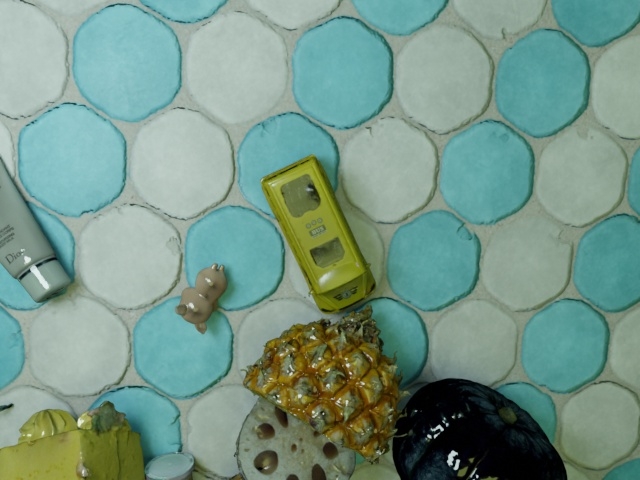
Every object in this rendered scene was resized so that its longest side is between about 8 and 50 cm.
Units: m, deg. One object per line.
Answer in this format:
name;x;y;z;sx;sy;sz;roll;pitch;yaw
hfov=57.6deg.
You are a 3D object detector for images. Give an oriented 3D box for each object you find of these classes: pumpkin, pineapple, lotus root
pumpkin;0.320;0.453;1.200;0.363;0.363;0.266;34;101;-10
pineapple;0.047;0.238;1.136;0.344;0.209;0.286;29;75;-1
lotus root;-0.058;0.455;1.247;0.271;0.192;0.272;4;68;-10

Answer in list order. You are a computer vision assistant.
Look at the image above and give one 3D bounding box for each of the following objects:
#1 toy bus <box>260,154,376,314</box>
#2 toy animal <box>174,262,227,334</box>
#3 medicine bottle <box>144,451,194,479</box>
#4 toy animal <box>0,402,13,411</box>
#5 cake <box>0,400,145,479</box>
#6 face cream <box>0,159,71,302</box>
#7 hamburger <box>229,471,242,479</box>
toy bus;0.000;0.000;1.203;0.145;0.151;0.331;-26;101;-1
toy animal;-0.249;0.115;1.229;0.083;0.089;0.150;27;86;-6
medicine bottle;-0.311;0.694;1.295;0.108;0.108;0.427;-6;99;-5
toy animal;-0.754;0.445;1.226;0.070;0.079;0.253;31;93;-3
cake;-0.495;0.467;1.155;0.227;0.222;0.286;-14;72;10
face cream;-0.627;-0.020;1.177;0.143;0.089;0.314;-36;89;0
hamburger;-0.147;0.618;1.269;0.207;0.135;0.155;39;94;-2
